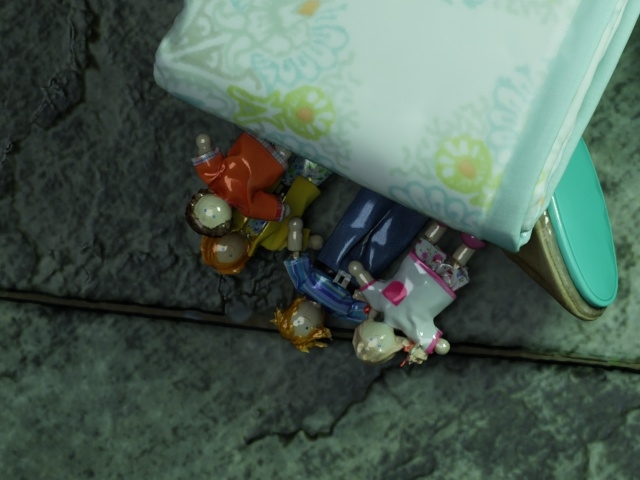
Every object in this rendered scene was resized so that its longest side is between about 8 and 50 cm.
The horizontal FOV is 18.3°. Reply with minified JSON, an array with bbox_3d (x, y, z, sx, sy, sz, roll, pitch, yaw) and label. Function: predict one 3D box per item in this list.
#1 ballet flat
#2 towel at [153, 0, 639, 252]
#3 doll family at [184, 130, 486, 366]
[{"bbox_3d":[0.142,-0.094,1.577,0.124,0.116,0.342,-16,83,30],"label":"ballet flat"},{"bbox_3d":[0.083,-0.221,1.476,0.320,0.090,0.374,26,100,17],"label":"towel"},{"bbox_3d":[0.000,0.000,1.621,0.263,0.118,0.163,38,92,-5],"label":"doll family"}]
